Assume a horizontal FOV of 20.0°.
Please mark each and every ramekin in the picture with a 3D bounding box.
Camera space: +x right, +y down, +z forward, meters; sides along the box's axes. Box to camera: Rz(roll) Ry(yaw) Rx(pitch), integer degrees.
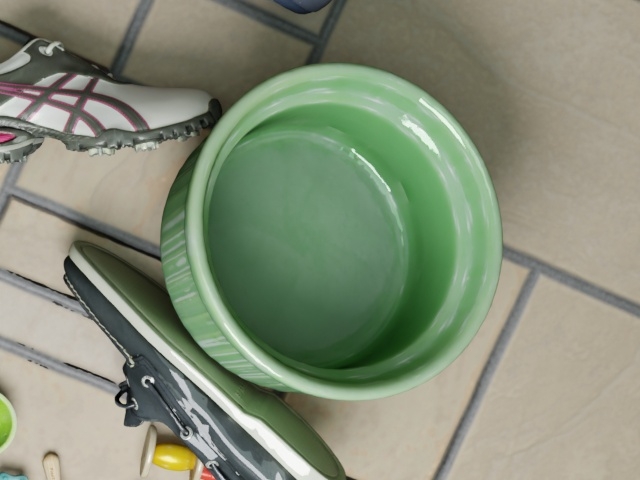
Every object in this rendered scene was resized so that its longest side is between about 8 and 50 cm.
[{"bbox_3d":[0.000,0.000,1.664,0.303,0.148,0.303,4,80,-23],"label":"ramekin"}]

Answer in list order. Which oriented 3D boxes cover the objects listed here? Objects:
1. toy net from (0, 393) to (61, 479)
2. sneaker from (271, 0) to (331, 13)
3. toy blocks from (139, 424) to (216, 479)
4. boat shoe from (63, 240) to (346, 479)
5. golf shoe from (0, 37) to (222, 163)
[{"bbox_3d":[-0.283,0.251,1.739,0.232,0.045,0.122,42,66,-8],"label":"toy net"},{"bbox_3d":[-0.143,-0.275,1.680,0.319,0.112,0.131,30,110,-8],"label":"sneaker"},{"bbox_3d":[-0.107,0.252,1.779,0.148,0.054,0.123,12,96,-10],"label":"toy blocks"},{"bbox_3d":[-0.134,0.146,1.712,0.340,0.127,0.113,42,103,0],"label":"boat shoe"},{"bbox_3d":[-0.226,-0.133,1.681,0.273,0.105,0.120,-4,92,-8],"label":"golf shoe"}]
